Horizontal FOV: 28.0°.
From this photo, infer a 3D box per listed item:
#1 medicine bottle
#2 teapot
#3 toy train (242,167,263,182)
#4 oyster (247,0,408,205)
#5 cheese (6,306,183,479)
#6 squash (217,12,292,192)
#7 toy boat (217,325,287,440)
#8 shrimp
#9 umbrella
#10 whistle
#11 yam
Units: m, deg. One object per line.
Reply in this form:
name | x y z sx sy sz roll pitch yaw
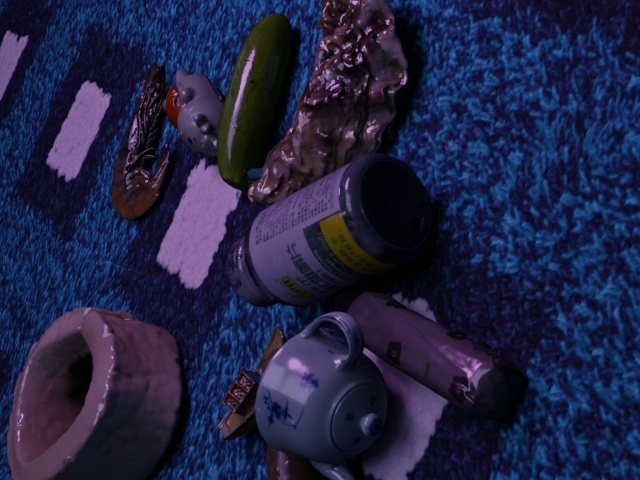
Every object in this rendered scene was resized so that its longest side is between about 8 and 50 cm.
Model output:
medicine bottle | 0.000 0.000 1.641 0.293 0.141 0.141 -25 52 47
teapot | 0.018 0.189 1.501 0.159 0.159 0.232 33 129 57
toy train | -0.081 -0.095 1.910 0.092 0.045 0.029 3 71 54
oyster | 0.006 -0.190 1.770 0.351 0.114 0.238 -59 33 14
cheese | -0.352 0.252 2.000 0.332 0.153 0.292 -33 46 41
squash | -0.104 -0.220 1.984 0.082 0.082 0.293 -3 69 55
toy boat | -0.086 0.195 1.724 0.172 0.066 0.065 -58 31 15
shrimp | -0.301 -0.179 2.284 0.169 0.058 0.296 6 80 50
umbrella | 0.109 0.120 1.477 0.073 0.067 0.337 -47 30 -11
whistle | -0.197 -0.211 2.089 0.253 0.105 0.102 -117 22 -51
yam | -0.031 0.275 1.591 0.067 0.071 0.317 -40 43 38
